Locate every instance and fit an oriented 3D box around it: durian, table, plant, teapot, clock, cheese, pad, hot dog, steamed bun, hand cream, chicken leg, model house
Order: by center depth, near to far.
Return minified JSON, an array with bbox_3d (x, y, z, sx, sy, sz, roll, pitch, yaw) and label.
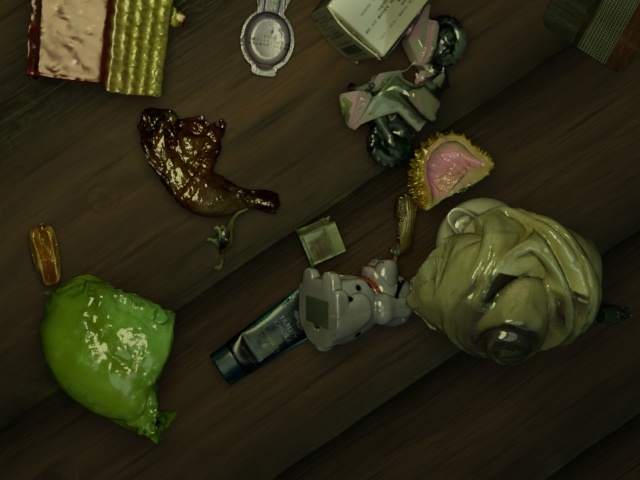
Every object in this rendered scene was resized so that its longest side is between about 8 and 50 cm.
[{"bbox_3d":[-0.373,-0.360,1.072,0.254,0.160,0.196,6,104,-15],"label":"model house"},{"bbox_3d":[-0.098,-0.416,1.174,0.105,0.042,0.190,7,104,-15],"label":"cheese"},{"bbox_3d":[0.369,0.126,1.203,0.394,0.237,0.346,-15,121,16],"label":"steamed bun"},{"bbox_3d":[-0.228,-0.141,1.215,0.177,0.083,0.322,-41,108,-12],"label":"chicken leg"},{"bbox_3d":[-0.550,0.030,1.217,0.056,0.041,0.133,-8,100,-10],"label":"hot dog"},{"bbox_3d":[-0.418,0.224,1.229,0.340,0.204,0.255,28,85,-9],"label":"durian"},{"bbox_3d":[0.258,-0.144,1.264,0.182,0.165,0.132,-44,72,9],"label":"durian"},{"bbox_3d":[0.000,0.000,1.308,0.083,0.062,0.079,-23,109,-4],"label":"table"},{"bbox_3d":[0.583,-0.414,1.312,0.250,0.055,0.323,23,83,-18],"label":"pad"},{"bbox_3d":[0.100,0.131,1.320,0.254,0.189,0.188,-7,108,-25],"label":"clock"},{"bbox_3d":[0.369,0.013,1.352,0.298,0.139,0.204,33,95,-18],"label":"teapot"},{"bbox_3d":[-0.112,0.213,1.359,0.271,0.061,0.120,-34,106,-9],"label":"hand cream"},{"bbox_3d":[0.746,0.185,1.530,0.102,0.051,0.051,-2,107,-16],"label":"plant"}]

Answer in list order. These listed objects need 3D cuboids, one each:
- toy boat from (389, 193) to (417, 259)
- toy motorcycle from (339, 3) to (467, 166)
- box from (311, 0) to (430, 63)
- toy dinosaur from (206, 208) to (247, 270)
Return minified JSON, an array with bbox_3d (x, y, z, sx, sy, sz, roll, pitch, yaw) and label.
[{"bbox_3d":[0.181,-0.029,1.348,0.049,0.047,0.149,7,103,0],"label":"toy boat"},{"bbox_3d":[0.157,-0.318,1.208,0.188,0.143,0.327,27,92,-18],"label":"toy motorcycle"},{"bbox_3d":[0.139,-0.500,1.131,0.145,0.173,0.333,37,96,-17],"label":"box"},{"bbox_3d":[-0.202,-0.011,1.259,0.058,0.037,0.180,35,135,8],"label":"toy dinosaur"}]
